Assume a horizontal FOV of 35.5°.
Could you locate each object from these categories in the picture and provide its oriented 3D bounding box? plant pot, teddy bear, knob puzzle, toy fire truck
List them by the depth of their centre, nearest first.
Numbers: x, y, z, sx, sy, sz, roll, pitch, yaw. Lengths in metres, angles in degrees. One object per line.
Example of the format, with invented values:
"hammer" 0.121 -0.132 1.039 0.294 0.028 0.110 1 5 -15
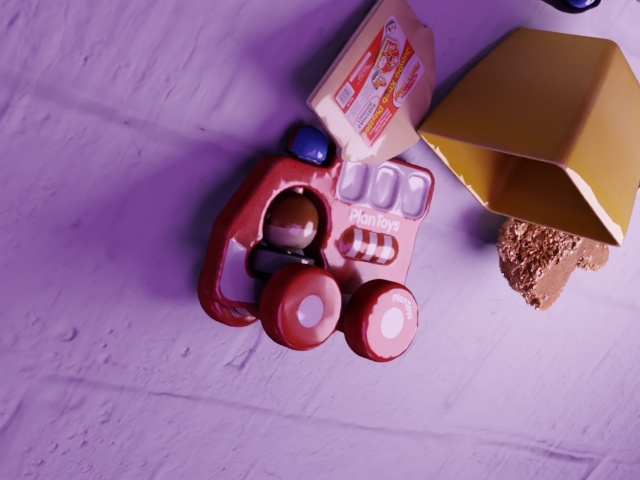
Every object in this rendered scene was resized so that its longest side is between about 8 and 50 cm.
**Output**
"knob puzzle" 0.070 -0.175 1.171 0.213 0.030 0.213 -26 128 -38
"toy fire truck" 0.000 0.000 1.209 0.302 0.169 0.254 13 89 -39
"plant pot" 0.286 -0.141 1.239 0.212 0.212 0.187 40 75 -46
"teddy bear" 0.379 -0.059 1.452 0.338 0.113 0.245 -55 142 4

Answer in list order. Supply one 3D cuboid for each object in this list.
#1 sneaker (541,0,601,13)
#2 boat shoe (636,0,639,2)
"sneaker" 0.285 -0.320 1.108 0.315 0.182 0.127 -10 130 -28
"boat shoe" 0.408 -0.387 1.051 0.104 0.089 0.285 -32 135 -52
